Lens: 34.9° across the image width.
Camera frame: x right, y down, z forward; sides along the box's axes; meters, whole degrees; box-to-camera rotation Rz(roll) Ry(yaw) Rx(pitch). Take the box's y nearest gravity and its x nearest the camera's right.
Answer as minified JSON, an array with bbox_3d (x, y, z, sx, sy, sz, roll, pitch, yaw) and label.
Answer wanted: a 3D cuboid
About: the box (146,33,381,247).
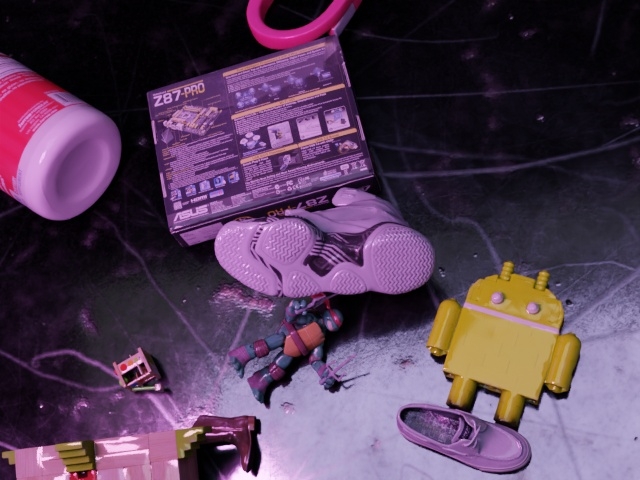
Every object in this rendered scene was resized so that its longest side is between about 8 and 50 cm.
[{"bbox_3d":[-0.114,-0.189,1.929,0.395,0.097,0.318,-17,68,6],"label":"box"}]

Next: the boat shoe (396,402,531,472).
[{"bbox_3d":[0.229,0.320,1.663,0.228,0.081,0.079,13,73,17],"label":"boat shoe"}]

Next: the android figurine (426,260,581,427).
[{"bbox_3d":[0.311,0.169,1.719,0.248,0.056,0.272,18,76,19],"label":"android figurine"}]

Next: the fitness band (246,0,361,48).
[{"bbox_3d":[-0.024,-0.493,2.022,0.209,0.054,0.291,18,64,25],"label":"fitness band"}]

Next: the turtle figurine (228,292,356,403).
[{"bbox_3d":[-0.033,0.178,1.764,0.234,0.118,0.175,-31,107,1],"label":"turtle figurine"}]

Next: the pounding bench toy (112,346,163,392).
[{"bbox_3d":[-0.327,0.248,1.832,0.065,0.052,0.083,-31,66,0],"label":"pounding bench toy"}]

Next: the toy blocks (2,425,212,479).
[{"bbox_3d":[-0.350,0.463,1.707,0.381,0.191,0.260,-9,79,10],"label":"toy blocks"}]

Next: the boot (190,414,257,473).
[{"bbox_3d":[-0.170,0.352,1.765,0.114,0.037,0.106,-2,56,9],"label":"boot"}]

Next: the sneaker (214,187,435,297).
[{"bbox_3d":[0.000,0.000,1.747,0.366,0.210,0.137,3,111,-8],"label":"sneaker"}]

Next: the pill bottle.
[{"bbox_3d":[-0.606,-0.227,1.982,0.408,0.229,0.229,31,79,22],"label":"pill bottle"}]
